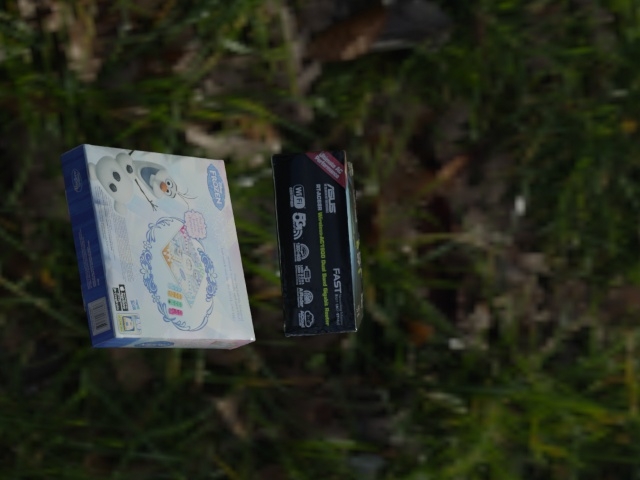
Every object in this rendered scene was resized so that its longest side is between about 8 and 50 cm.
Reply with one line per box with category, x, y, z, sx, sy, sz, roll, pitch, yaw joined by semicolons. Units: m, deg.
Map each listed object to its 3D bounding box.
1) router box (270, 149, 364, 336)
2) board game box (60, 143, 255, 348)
router box;0.000;0.000;1.018;0.038;0.122;0.092;-3;92;3
board game box;-0.074;0.004;0.892;0.090;0.020;0.090;4;70;-48
